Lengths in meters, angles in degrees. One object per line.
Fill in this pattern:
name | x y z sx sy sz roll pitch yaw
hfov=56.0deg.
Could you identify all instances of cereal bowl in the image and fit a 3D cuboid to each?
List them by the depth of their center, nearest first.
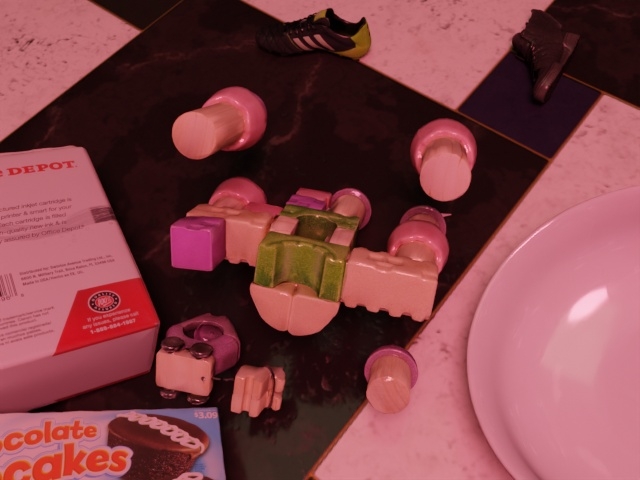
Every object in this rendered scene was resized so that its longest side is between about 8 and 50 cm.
cereal bowl | 0.318 0.119 0.550 0.339 0.141 0.339 -22 49 27

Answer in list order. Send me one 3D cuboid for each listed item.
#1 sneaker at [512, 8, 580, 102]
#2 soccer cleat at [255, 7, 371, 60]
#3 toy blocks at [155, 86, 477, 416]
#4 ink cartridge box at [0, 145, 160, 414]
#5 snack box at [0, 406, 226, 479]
sneaker | 0.310 -0.267 0.862 0.089 0.051 0.170 26 61 18
soccer cleat | -0.012 -0.314 0.900 0.178 0.072 0.060 7 61 9
toy blocks | 0.000 0.000 0.666 0.288 0.309 0.260 11 20 7
ink cartridge box | -0.321 0.035 0.664 0.197 0.114 0.273 -13 57 -31
snack box | -0.242 0.236 0.510 0.322 0.060 0.187 3 35 -18
